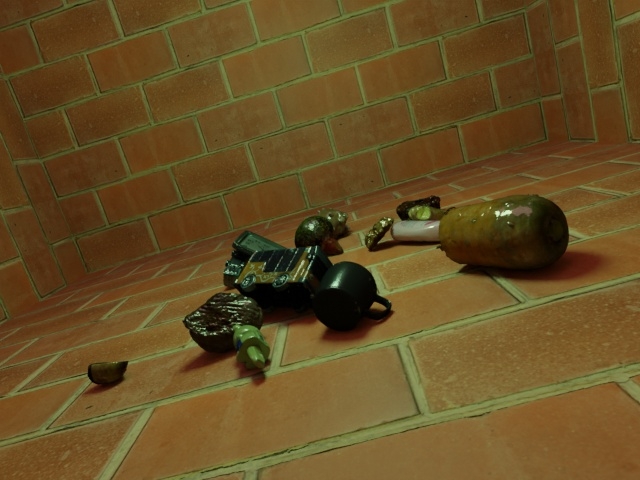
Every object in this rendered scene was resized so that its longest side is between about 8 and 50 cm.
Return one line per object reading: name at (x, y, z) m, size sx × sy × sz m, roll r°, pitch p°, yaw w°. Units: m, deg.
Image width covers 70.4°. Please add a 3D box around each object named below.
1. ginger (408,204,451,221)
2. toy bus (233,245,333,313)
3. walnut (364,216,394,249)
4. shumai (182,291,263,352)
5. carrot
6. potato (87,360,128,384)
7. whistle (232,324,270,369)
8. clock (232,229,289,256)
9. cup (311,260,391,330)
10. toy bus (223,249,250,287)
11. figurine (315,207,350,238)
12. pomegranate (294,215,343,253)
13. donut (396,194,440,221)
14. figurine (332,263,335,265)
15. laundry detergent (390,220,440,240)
ginger at (0.526, -0.115, 2.057) m, size 0.294 × 0.086 × 0.131 m, roll -1°, pitch -5°, yaw -28°
toy bus at (-0.118, 0.133, 1.568) m, size 0.323 × 0.162 × 0.194 m, roll -6°, pitch 43°, yaw 36°
walnut at (0.255, -0.038, 2.011) m, size 0.170 × 0.069 × 0.143 m, roll -54°, pitch -8°, yaw 26°
shumai at (-0.297, 0.269, 1.442) m, size 0.218 × 0.184 × 0.185 m, roll -33°, pitch -18°, yaw -18°
carrot at (0.551, -0.019, 1.376) m, size 0.224 × 0.225 × 0.340 m, roll -25°, pitch 10°, yaw -35°
potato at (-0.649, 0.408, 1.405) m, size 0.103 × 0.067 × 0.096 m, roll -15°, pitch -13°, yaw 32°
whistle at (-0.189, 0.297, 1.246) m, size 0.085 × 0.105 × 0.227 m, roll -49°, pitch 21°, yaw -5°
clock at (-0.284, 0.049, 2.239) m, size 0.273 × 0.049 × 0.279 m, roll 25°, pitch 15°, yaw -1°
cup at (0.092, 0.170, 1.315) m, size 0.222 × 0.170 × 0.176 m, roll 20°, pitch 29°, yaw 16°
toy bus at (-0.396, 0.122, 2.156) m, size 0.091 × 0.109 × 0.262 m, roll 9°, pitch 23°, yaw 2°
figurine at (0.036, -0.090, 2.450) m, size 0.172 × 0.177 × 0.247 m, roll -3°, pitch 14°, yaw -37°
pomegranate at (0.000, 0.000, 2.148) m, size 0.247 × 0.215 × 0.214 m, roll 31°, pitch 35°, yaw 21°
donut at (0.503, -0.154, 2.302) m, size 0.230 × 0.096 × 0.216 m, roll -14°, pitch 15°, yaw 12°
figurine at (0.010, 0.127, 1.703) m, size 0.149 × 0.086 × 0.087 m, roll 2°, pitch -17°, yaw -28°
laundry detergent at (0.454, -0.040, 1.886) m, size 0.158 × 0.088 × 0.335 m, roll -17°, pitch 12°, yaw -36°
